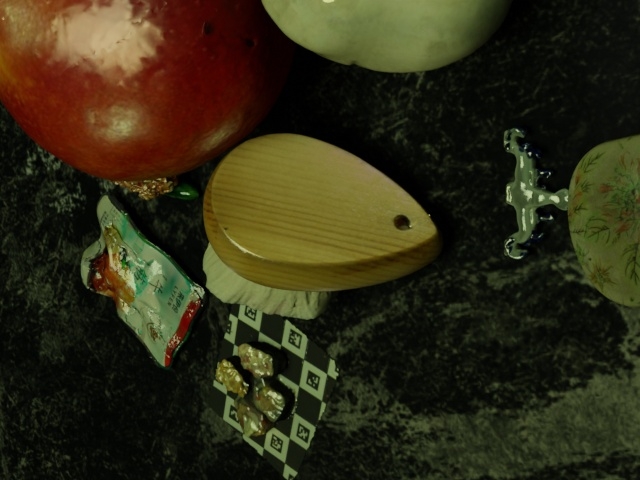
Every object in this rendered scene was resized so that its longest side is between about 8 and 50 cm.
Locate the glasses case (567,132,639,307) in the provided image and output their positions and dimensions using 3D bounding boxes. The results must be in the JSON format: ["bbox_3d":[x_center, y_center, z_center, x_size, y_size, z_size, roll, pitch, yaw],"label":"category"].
[{"bbox_3d":[0.392,-0.038,0.946,0.425,0.098,0.157,-11,90,44],"label":"glasses case"}]

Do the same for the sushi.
[{"bbox_3d":[-0.080,0.189,1.496,0.192,0.040,0.210,38,125,29],"label":"sushi"}]

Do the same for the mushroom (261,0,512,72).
[{"bbox_3d":[0.060,-0.277,1.132,0.260,0.254,0.234,49,176,-3],"label":"mushroom"}]

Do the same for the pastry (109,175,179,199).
[{"bbox_3d":[-0.255,-0.115,1.529,0.169,0.087,0.063,27,157,35],"label":"pastry"}]

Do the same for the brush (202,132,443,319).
[{"bbox_3d":[0.000,0.000,1.299,0.266,0.174,0.166,15,152,7],"label":"brush"}]

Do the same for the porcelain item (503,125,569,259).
[{"bbox_3d":[0.218,-0.044,1.161,0.075,0.021,0.136,10,109,41],"label":"porcelain item"}]

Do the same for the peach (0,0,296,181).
[{"bbox_3d":[-0.195,-0.243,1.266,0.370,0.370,0.370,14,111,40],"label":"peach"}]

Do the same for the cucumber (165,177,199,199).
[{"bbox_3d":[-0.229,-0.085,1.560,0.184,0.036,0.033,25,119,35],"label":"cucumber"}]

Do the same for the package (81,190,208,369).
[{"bbox_3d":[-0.259,0.055,1.627,0.232,0.040,0.166,47,129,22],"label":"package"}]
